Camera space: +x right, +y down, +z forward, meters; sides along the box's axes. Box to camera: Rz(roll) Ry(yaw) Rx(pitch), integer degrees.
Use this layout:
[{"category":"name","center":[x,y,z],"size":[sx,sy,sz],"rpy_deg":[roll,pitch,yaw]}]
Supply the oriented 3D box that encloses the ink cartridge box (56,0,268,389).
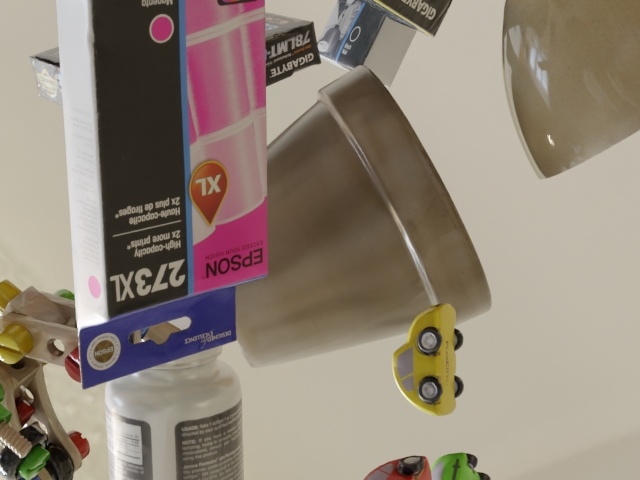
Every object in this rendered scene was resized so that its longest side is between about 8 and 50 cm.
[{"category":"ink cartridge box","center":[-0.132,-0.052,1.236],"size":[0.175,0.371,0.069],"rpy_deg":[-15,-153,-37]}]

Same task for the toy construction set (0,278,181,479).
[{"category":"toy construction set","center":[-0.305,0.100,1.510],"size":[0.309,0.237,0.257],"rpy_deg":[-46,167,-31]}]

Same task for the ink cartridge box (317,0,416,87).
[{"category":"ink cartridge box","center":[0.114,-0.392,2.016],"size":[0.333,0.065,0.165],"rpy_deg":[-64,-151,4]}]

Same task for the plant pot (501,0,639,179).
[{"category":"plant pot","center":[0.309,-0.224,1.549],"size":[0.284,0.191,0.284],"rpy_deg":[-33,-177,2]}]

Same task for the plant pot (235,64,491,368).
[{"category":"plant pot","center":[0.000,0.000,1.643],"size":[0.280,0.323,0.323],"rpy_deg":[-27,-149,-3]}]

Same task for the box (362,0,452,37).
[{"category":"box","center":[0.093,-0.394,1.584],"size":[0.079,0.322,0.257],"rpy_deg":[28,-85,29]}]

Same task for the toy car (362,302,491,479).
[{"category":"toy car","center":[0.098,0.201,1.254],"size":[0.053,0.225,0.239],"rpy_deg":[0,-125,26]}]

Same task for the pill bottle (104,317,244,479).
[{"category":"pill bottle","center":[-0.188,0.251,1.829],"size":[0.176,0.319,0.176],"rpy_deg":[0,-165,0]}]

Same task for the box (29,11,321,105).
[{"category":"box","center":[-0.202,-0.247,1.948],"size":[0.293,0.073,0.295],"rpy_deg":[-25,-151,-32]}]
